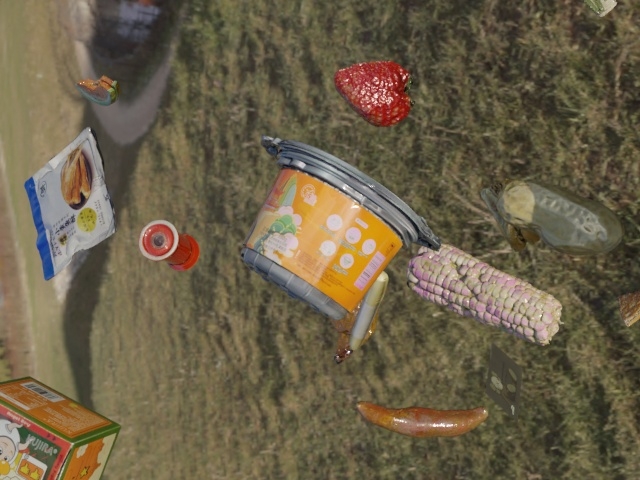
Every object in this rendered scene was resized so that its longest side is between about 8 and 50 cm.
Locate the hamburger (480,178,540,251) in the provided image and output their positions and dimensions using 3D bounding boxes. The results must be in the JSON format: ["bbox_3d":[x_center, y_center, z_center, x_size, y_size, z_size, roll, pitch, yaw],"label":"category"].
[{"bbox_3d":[0.544,-0.076,2.075,0.108,0.214,0.214,-25,61,17],"label":"hamburger"}]

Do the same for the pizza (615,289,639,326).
[{"bbox_3d":[0.764,0.151,1.735,0.099,0.029,0.100,-42,24,29],"label":"pizza"}]

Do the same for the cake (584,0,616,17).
[{"bbox_3d":[0.560,-0.535,1.513,0.140,0.055,0.051,45,135,-7],"label":"cake"}]

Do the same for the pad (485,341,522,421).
[{"bbox_3d":[0.496,0.378,1.952,0.004,0.127,0.190,-38,18,38],"label":"pad"}]

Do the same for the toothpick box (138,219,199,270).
[{"bbox_3d":[-0.172,0.007,0.832,0.083,0.047,0.047,54,-150,-76],"label":"toothpick box"}]

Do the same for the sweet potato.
[{"bbox_3d":[0.180,0.329,1.325,0.078,0.255,0.058,108,166,-47],"label":"sweet potato"}]

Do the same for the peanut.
[{"bbox_3d":[0.584,-0.055,1.789,0.313,0.152,0.152,28,117,19],"label":"peanut"}]

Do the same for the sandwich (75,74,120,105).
[{"bbox_3d":[-0.484,-0.329,1.599,0.135,0.029,0.067,8,139,41],"label":"sandwich"}]

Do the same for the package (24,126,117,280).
[{"bbox_3d":[-0.363,-0.051,1.046,0.173,0.027,0.171,-31,70,26],"label":"package"}]

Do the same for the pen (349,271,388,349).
[{"bbox_3d":[0.083,0.124,1.266,0.032,0.040,0.233,35,144,15],"label":"pen"}]

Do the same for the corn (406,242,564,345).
[{"bbox_3d":[0.310,0.098,1.397,0.335,0.126,0.127,23,108,44],"label":"corn"}]

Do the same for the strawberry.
[{"bbox_3d":[0.101,-0.273,1.361,0.131,0.148,0.131,172,90,-85],"label":"strawberry"}]

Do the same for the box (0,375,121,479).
[{"bbox_3d":[-0.451,0.336,1.118,0.195,0.148,0.178,23,93,15],"label":"box"}]

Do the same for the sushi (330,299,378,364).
[{"bbox_3d":[0.057,0.121,1.623,0.140,0.149,0.287,-13,87,22],"label":"sushi"}]

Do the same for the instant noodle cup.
[{"bbox_3d":[0.000,0.000,0.726,0.208,0.177,0.125,29,83,21],"label":"instant noodle cup"}]
